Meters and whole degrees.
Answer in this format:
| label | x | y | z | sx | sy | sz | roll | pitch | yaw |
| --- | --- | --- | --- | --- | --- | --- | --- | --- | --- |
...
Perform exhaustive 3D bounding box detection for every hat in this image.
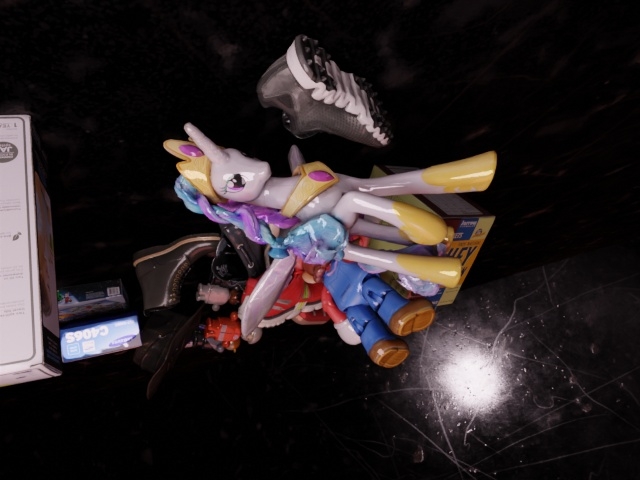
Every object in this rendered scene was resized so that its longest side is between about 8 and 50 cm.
| label | x | y | z | sx | sy | sz | roll | pitch | yaw |
| --- | --- | --- | --- | --- | --- | --- | --- | --- | --- |
| hat | -0.474 | 0.295 | 1.383 | 0.134 | 0.331 | 0.331 | 28 | 154 | -2 |

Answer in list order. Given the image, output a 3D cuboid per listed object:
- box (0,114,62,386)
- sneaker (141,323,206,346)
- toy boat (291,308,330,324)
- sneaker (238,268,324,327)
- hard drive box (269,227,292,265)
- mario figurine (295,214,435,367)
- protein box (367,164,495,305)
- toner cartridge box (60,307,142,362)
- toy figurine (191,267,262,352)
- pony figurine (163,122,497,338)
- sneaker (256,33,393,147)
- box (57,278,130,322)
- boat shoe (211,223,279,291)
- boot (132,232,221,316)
| label | x | y | z | sx | sy | sz | roll | pitch | yaw |
| --- | --- | --- | --- | --- | --- | --- | --- | --- | --- |
| box | -0.383 | 0.013 | 0.486 | 0.169 | 0.289 | 0.087 | -9 | 160 | -21 |
| sneaker | -0.494 | 0.324 | 1.576 | 0.131 | 0.111 | 0.296 | -13 | 176 | 12 |
| toy boat | -0.035 | 0.196 | 1.580 | 0.231 | 0.151 | 0.151 | 12 | 117 | -55 |
| sneaker | -0.050 | 0.084 | 0.941 | 0.279 | 0.108 | 0.118 | -24 | 132 | -54 |
| hard drive box | 0.000 | 0.000 | 1.064 | 0.232 | 0.089 | 0.181 | -27 | 157 | 33 |
| mario figurine | 0.073 | 0.061 | 0.824 | 0.198 | 0.320 | 0.170 | -38 | 142 | -3 |
| protein box | 0.178 | -0.010 | 0.877 | 0.136 | 0.201 | 0.199 | -3 | 125 | -32 |
| toner cartridge box | -0.548 | 0.231 | 1.173 | 0.165 | 0.075 | 0.348 | -10 | 179 | -22 |
| toy figurine | -0.244 | 0.188 | 1.226 | 0.148 | 0.212 | 0.209 | 11 | 151 | -25 |
| pony figurine | 0.004 | -0.023 | 0.627 | 0.364 | 0.302 | 0.351 | 9 | 156 | 5 |
| sneaker | 0.007 | -0.171 | 0.599 | 0.106 | 0.078 | 0.234 | -22 | 158 | 31 |
| box | -0.597 | 0.154 | 1.116 | 0.233 | 0.044 | 0.159 | -8 | 161 | -19 |
| boat shoe | -0.166 | 0.034 | 0.933 | 0.113 | 0.127 | 0.340 | -29 | 166 | -26 |
| boot | -0.288 | 0.071 | 0.969 | 0.198 | 0.136 | 0.077 | -18 | 161 | 7 |
